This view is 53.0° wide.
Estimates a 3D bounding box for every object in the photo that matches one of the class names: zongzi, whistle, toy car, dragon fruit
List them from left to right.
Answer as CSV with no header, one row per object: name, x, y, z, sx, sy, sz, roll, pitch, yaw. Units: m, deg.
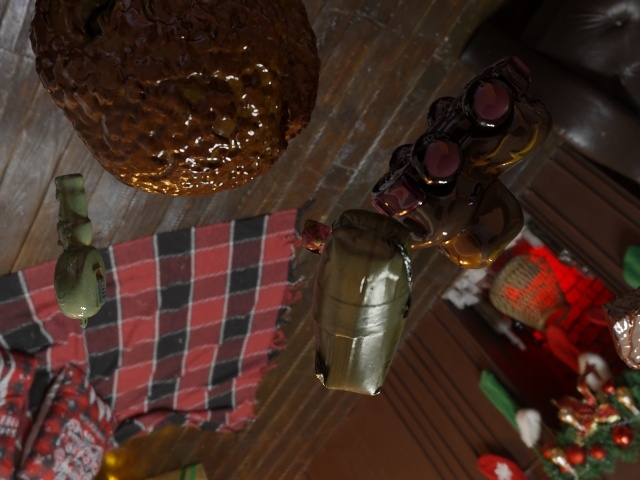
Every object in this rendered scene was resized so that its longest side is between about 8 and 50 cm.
whistle,-0.396,0.019,1.055,0.067,0.126,0.258,-4,100,-1
dragon fruit,0.000,0.000,1.311,0.083,0.056,0.060,40,77,-45
zongzi,0.066,0.023,0.772,0.256,0.115,0.228,-62,162,-50
toy car,0.260,-0.119,1.080,0.240,0.271,0.341,42,92,-6

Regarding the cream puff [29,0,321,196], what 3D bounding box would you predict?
cream puff,-0.119,-0.195,0.651,0.212,0.303,0.303,-19,148,28

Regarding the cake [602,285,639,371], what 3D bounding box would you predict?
cake,0.498,0.130,0.988,0.098,0.135,0.287,-17,164,20
